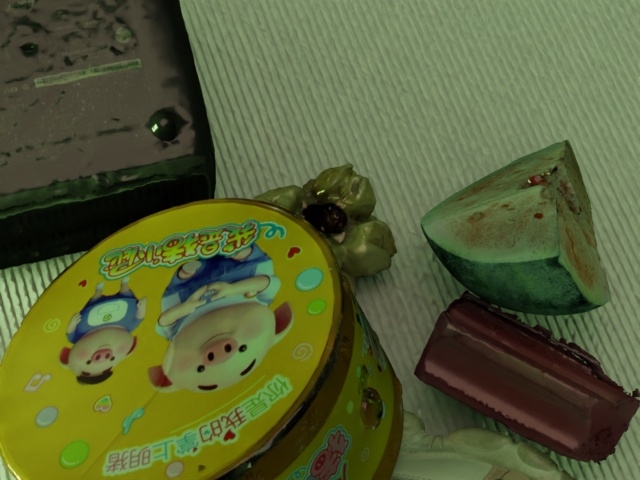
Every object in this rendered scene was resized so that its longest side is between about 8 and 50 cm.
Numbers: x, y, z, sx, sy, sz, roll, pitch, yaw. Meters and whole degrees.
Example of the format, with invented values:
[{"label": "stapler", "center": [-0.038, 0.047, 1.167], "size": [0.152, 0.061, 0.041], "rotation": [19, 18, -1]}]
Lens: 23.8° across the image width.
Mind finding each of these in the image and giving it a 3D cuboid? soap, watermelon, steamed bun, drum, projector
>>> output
[{"label": "soap", "center": [0.246, 0.162, 1.775], "size": [0.250, 0.162, 0.099], "rotation": [27, 103, 15]}, {"label": "watermelon", "center": [0.244, 0.015, 1.860], "size": [0.188, 0.322, 0.175], "rotation": [-19, 101, 24]}, {"label": "steamed bun", "center": [0.000, 0.000, 1.897], "size": [0.177, 0.106, 0.192], "rotation": [-24, 67, -11]}, {"label": "drum", "center": [-0.133, 0.173, 1.665], "size": [0.431, 0.214, 0.431], "rotation": [-15, 45, 16]}, {"label": "projector", "center": [-0.354, -0.194, 1.889], "size": [0.395, 0.242, 0.405], "rotation": [-12, 74, -9]}]

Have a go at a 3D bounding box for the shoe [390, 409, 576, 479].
[{"label": "shoe", "center": [0.128, 0.321, 1.689], "size": [0.351, 0.172, 0.198], "rotation": [14, 56, 26]}]
